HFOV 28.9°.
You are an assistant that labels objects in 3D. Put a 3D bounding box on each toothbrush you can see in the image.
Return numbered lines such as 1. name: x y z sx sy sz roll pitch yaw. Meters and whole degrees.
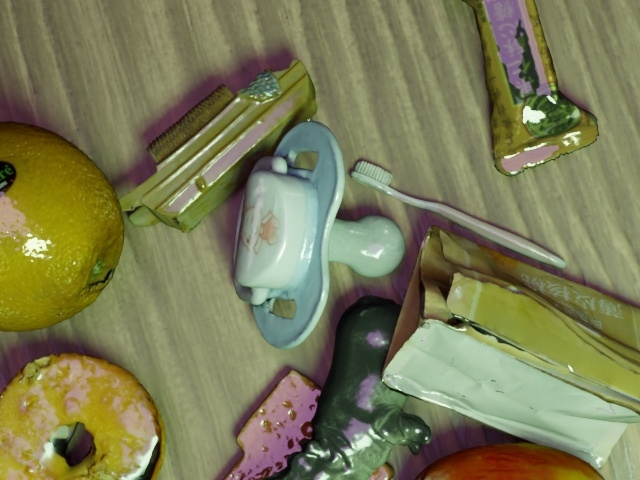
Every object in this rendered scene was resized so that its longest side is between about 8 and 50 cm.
1. toothbrush: 0.182 -0.034 1.631 0.307 0.025 0.030 24 78 8

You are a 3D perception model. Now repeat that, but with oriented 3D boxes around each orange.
1. orange: -0.384 -0.014 1.557 0.274 0.274 0.274 -1 83 5

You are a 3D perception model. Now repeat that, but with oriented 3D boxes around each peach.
1. peach: 0.228 0.370 1.476 0.280 0.238 0.281 5 122 9

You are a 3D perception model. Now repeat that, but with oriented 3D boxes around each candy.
1. candy: 0.263 -0.228 1.613 0.143 0.101 0.271 -16 88 9

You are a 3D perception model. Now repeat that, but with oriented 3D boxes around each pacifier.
1. pacifier: 0.000 0.000 1.584 0.225 0.238 0.287 11 85 -25

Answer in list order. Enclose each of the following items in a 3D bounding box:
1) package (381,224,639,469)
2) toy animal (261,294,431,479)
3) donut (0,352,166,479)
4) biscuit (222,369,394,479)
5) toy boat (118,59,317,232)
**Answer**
1. package: 0.261 0.114 1.480 0.311 0.165 0.221 24 68 -9
2. toy animal: 0.047 0.230 1.530 0.168 0.106 0.343 29 71 3
3. donut: -0.317 0.268 1.592 0.253 0.118 0.254 0 81 3
4. biscuit: -0.017 0.319 1.597 0.283 0.043 0.306 -6 81 5
5. toy boat: -0.139 -0.128 1.638 0.310 0.089 0.115 -43 68 0
